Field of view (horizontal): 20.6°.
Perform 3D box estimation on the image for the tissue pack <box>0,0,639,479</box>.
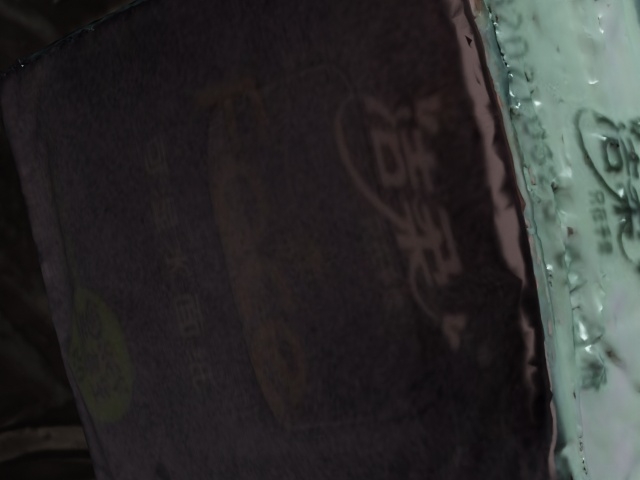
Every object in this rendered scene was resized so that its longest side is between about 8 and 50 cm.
[{"bbox_3d":[0.000,0.000,0.867,0.394,0.124,0.288,-13,90,53],"label":"tissue pack"}]
